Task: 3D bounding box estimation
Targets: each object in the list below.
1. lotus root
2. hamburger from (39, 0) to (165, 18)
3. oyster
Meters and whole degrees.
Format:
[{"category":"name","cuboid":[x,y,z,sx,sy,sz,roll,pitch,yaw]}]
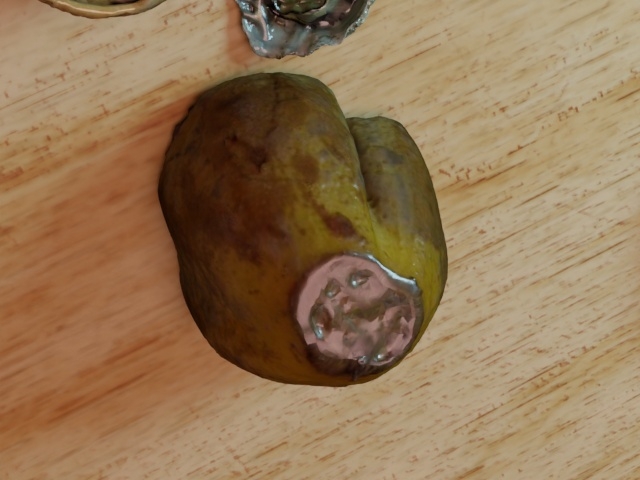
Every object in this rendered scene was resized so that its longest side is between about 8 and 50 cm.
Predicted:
[{"category":"lotus root","cuboid":[0.001,0.000,0.724,0.188,0.180,0.199,-13,115,-11]},{"category":"hamburger","cuboid":[-0.128,-0.253,0.596,0.286,0.146,0.243,8,113,-30]},{"category":"oyster","cuboid":[-0.007,-0.172,0.739,0.100,0.037,0.098,-6,95,3]}]
